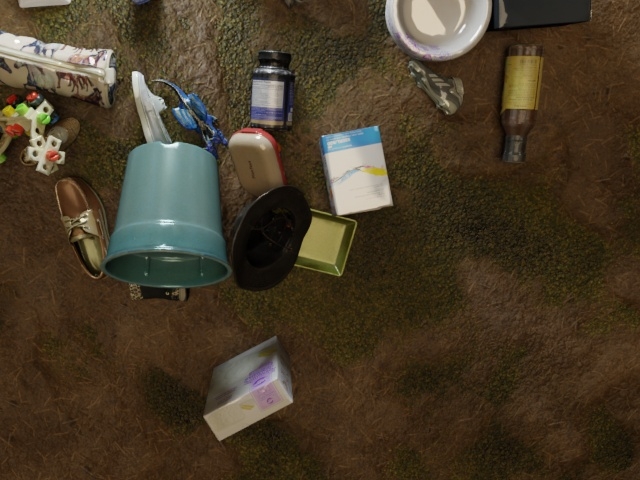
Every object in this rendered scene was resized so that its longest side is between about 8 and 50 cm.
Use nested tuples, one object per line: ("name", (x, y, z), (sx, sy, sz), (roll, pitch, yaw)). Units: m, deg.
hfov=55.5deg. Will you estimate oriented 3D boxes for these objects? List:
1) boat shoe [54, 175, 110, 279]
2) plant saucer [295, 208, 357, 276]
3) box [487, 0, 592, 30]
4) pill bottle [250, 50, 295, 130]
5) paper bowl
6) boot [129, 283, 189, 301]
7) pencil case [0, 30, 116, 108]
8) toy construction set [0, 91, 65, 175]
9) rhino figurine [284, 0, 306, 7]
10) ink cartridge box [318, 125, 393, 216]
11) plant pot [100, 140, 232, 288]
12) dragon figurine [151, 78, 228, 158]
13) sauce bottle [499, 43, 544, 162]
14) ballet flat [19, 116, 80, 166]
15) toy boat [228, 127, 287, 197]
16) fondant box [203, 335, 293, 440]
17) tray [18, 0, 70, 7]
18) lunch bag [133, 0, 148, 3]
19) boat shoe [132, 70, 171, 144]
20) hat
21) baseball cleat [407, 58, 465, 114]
("boat shoe", (-0.694, -0.032, 1.801), (0.123, 0.120, 0.323), (-20, 104, 0))
("plant saucer", (0.000, 0.000, 1.904), (0.188, 0.045, 0.188), (14, 102, -8))
("box", (0.602, -0.656, 1.728), (0.262, 0.184, 0.103), (-5, 103, -3))
("pill bottle", (-0.137, -0.429, 1.753), (0.123, 0.123, 0.219), (3, 102, -5))
("paper bowl", (0.327, -0.651, 1.725), (0.285, 0.148, 0.284), (-1, 103, -5))
("boot", (-0.499, 0.078, 1.863), (0.179, 0.085, 0.236), (-3, 102, -1))
("pencil case", (-0.756, -0.478, 1.661), (0.411, 0.183, 0.159), (10, 102, -8))
("toy construction set", (-0.834, -0.292, 1.661), (0.328, 0.151, 0.215), (14, 61, 22))
("rhino figurine", (-0.142, -0.742, 1.705), (0.243, 0.073, 0.106), (32, 102, -12))
("ink cartridge box", (0.100, -0.196, 1.782), (0.168, 0.171, 0.232), (-11, 93, -3))
("plant pot", (-0.415, -0.071, 1.680), (0.342, 0.341, 0.333), (-1, 70, -4))
("dragon figurine", (-0.365, -0.365, 1.738), (0.085, 0.144, 0.289), (-37, 103, 4))
("sauce bottle", (0.596, -0.408, 1.823), (0.112, 0.111, 0.344), (3, 102, -5))
("ballet flat", (-0.786, -0.280, 1.763), (0.206, 0.067, 0.073), (-39, 106, 5))
("toy boat", (-0.165, -0.240, 1.792), (0.151, 0.151, 0.231), (9, 133, 26))
("fondant box", (-0.214, 0.435, 1.842), (0.238, 0.330, 0.096), (-28, 104, 1))
("tray", (-0.782, -0.786, 1.664), (0.145, 0.030, 0.270), (-6, 104, -4))
("lunch bag", (-0.491, -0.701, 1.690), (0.099, 0.065, 0.067), (-19, 119, -1))
("boat shoe", (-0.486, -0.379, 1.765), (0.081, 0.079, 0.227), (-14, 110, -8))
("hat", (-0.178, -0.023, 1.774), (0.134, 0.331, 0.331), (27, 103, 33))
("baseball cleat", (0.352, -0.475, 1.819), (0.109, 0.072, 0.206), (-44, 108, -8))
